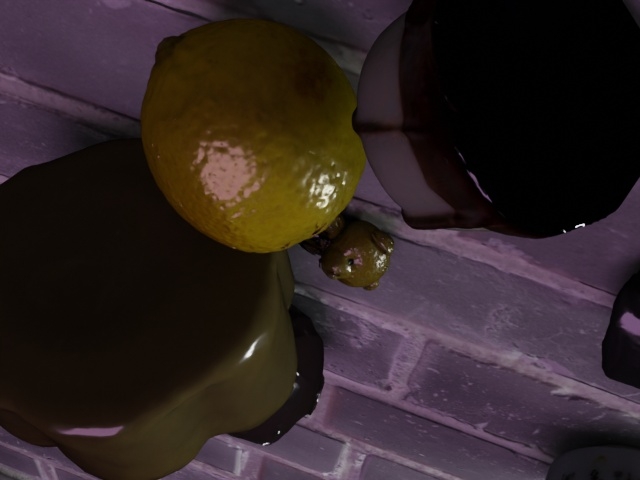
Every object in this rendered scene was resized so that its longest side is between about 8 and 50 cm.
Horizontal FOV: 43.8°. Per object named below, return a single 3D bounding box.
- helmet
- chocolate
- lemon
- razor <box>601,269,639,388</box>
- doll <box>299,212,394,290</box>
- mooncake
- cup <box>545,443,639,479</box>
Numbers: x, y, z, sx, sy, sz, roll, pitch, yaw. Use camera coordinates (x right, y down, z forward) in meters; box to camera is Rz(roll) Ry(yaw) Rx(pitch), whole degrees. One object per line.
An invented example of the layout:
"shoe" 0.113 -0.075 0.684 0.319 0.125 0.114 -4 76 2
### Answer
"helmet" -0.098 0.180 1.307 0.224 0.305 0.177 21 115 12
"chocolate" 0.158 -0.136 0.768 0.283 0.284 0.186 41 161 -23
"lemon" -0.072 -0.115 0.893 0.267 0.267 0.267 15 143 11
"razor" 0.533 0.156 0.993 0.349 0.113 0.204 23 140 26
"doll" 0.000 0.000 1.131 0.209 0.097 0.137 27 147 4
"mooncake" -0.254 0.089 1.075 0.466 0.467 0.262 13 145 13
"cup" 0.525 0.465 1.373 0.347 0.163 0.347 15 142 12
